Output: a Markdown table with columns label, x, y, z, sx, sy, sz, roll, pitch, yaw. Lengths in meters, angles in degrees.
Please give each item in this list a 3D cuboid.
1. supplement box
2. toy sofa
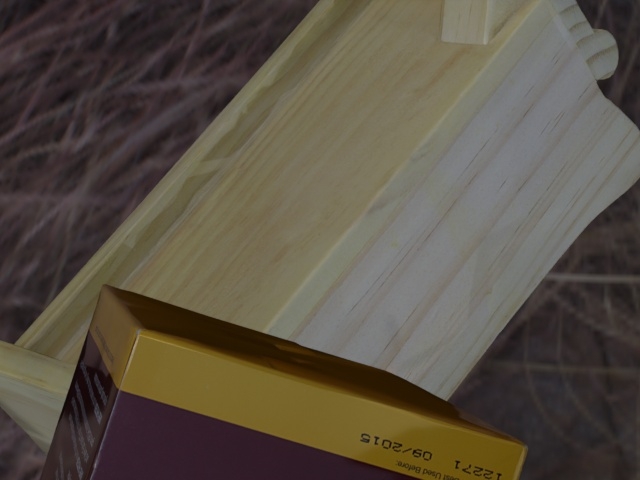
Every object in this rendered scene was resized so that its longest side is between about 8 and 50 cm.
| label | x | y | z | sx | sy | sz | roll | pitch | yaw |
| --- | --- | --- | --- | --- | --- | --- | --- | --- | --- |
| supplement box | -0.041 | 0.132 | 0.610 | 0.129 | 0.191 | 0.194 | 18 | 89 | -11 |
| toy sofa | 0.000 | 0.000 | 0.914 | 0.150 | 0.362 | 0.177 | 12 | 146 | 50 |
